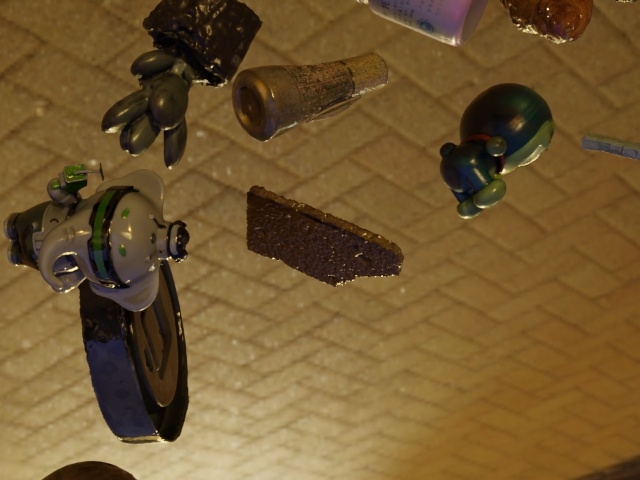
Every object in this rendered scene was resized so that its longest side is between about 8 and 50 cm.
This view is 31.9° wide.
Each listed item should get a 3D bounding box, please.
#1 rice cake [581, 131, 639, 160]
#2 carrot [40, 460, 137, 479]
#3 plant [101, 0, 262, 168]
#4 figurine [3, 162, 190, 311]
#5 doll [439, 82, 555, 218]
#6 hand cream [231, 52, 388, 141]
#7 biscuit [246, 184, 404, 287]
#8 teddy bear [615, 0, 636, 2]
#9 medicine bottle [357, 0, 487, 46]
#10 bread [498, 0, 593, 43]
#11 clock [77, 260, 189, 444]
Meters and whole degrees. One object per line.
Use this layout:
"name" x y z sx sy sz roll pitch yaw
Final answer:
"rice cake" 0.388 -0.114 1.408 0.121 0.022 0.021 17 131 30
"carrot" -0.151 0.312 0.882 0.139 0.302 0.138 -26 145 -20
"plant" -0.209 -0.244 1.612 0.146 0.274 0.149 30 178 -17
"figurine" -0.220 -0.002 1.113 0.192 0.147 0.126 -1 -178 13
"doll" 0.366 -0.207 2.329 0.186 0.322 0.198 46 149 -4
"hand cream" -0.004 -0.178 1.305 0.203 0.084 0.084 -22 161 -36
"biscuit" 0.004 0.009 1.532 0.237 0.026 0.131 22 144 16
"teddy bear" 0.449 -0.412 1.564 0.251 0.182 0.129 16 174 -42
"medicine bottle" 0.160 -0.451 1.960 0.254 0.152 0.152 24 154 15
"bread" 0.205 -0.263 1.080 0.105 0.233 0.076 -1 143 -5
"clock" -0.244 0.120 1.492 0.061 0.312 0.312 -10 151 6
